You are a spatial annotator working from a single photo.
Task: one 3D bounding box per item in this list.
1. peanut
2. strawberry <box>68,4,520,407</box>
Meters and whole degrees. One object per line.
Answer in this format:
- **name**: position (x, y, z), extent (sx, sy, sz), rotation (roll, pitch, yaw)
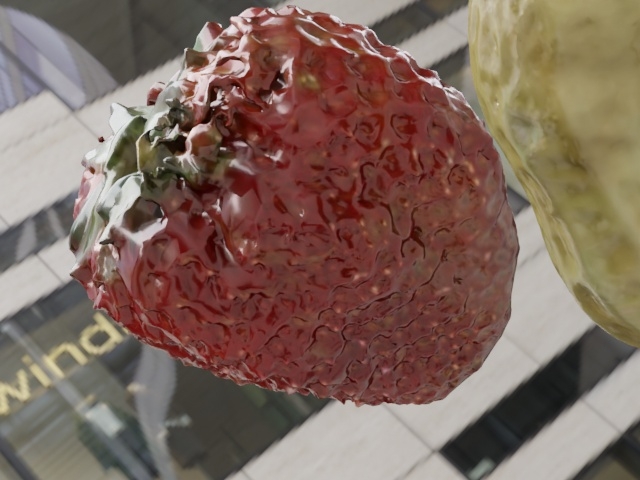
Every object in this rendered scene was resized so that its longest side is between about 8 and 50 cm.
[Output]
- **peanut**: position (0.162, -0.073, 0.659), extent (0.147, 0.147, 0.305), rotation (-38, -66, -19)
- **strawberry**: position (0.000, 0.000, 0.966), extent (0.312, 0.351, 0.267), rotation (-32, 26, 38)
